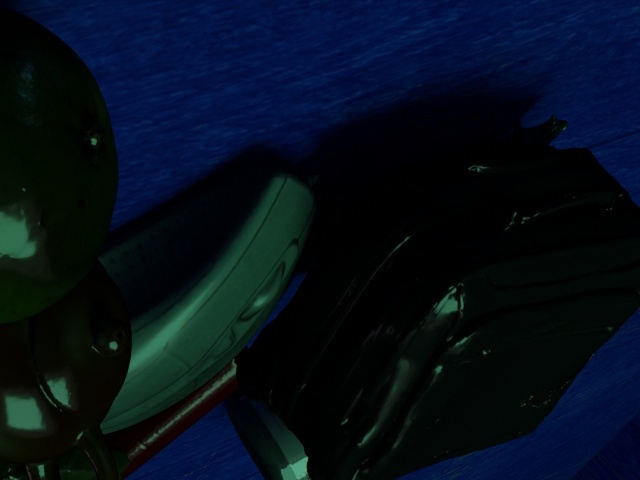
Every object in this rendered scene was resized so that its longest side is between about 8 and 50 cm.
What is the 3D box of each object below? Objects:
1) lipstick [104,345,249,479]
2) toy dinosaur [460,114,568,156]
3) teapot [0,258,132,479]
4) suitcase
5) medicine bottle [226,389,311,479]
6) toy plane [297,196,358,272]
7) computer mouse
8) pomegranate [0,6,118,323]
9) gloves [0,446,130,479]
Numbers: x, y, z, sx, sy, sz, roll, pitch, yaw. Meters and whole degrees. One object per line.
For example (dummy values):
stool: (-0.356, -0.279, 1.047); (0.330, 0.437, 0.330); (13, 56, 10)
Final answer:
lipstick: (-0.188, 0.191, 1.517); (0.279, 0.073, 0.073); (-40, 158, 13)
toy dinosaur: (0.144, -0.026, 1.538); (0.120, 0.079, 0.292); (5, 133, -51)
teapot: (-0.194, 0.094, 1.091); (0.135, 0.252, 0.178); (-6, -169, 33)
suitcase: (0.133, 0.062, 1.406); (0.345, 0.188, 0.339); (-8, 140, -42)
medicine bottle: (0.047, 0.169, 1.715); (0.293, 0.141, 0.141); (-30, 158, -10)
toy plane: (0.000, 0.000, 1.428); (0.102, 0.040, 0.111); (-30, 159, -41)
computer mouse: (-0.135, 0.066, 1.273); (0.371, 0.122, 0.188); (-35, 160, -7)
pomegranate: (-0.229, -0.038, 0.859); (0.225, 0.187, 0.187); (-15, 163, 16)
gloves: (-0.268, 0.210, 1.376); (0.135, 0.107, 0.268); (-15, 158, 20)
